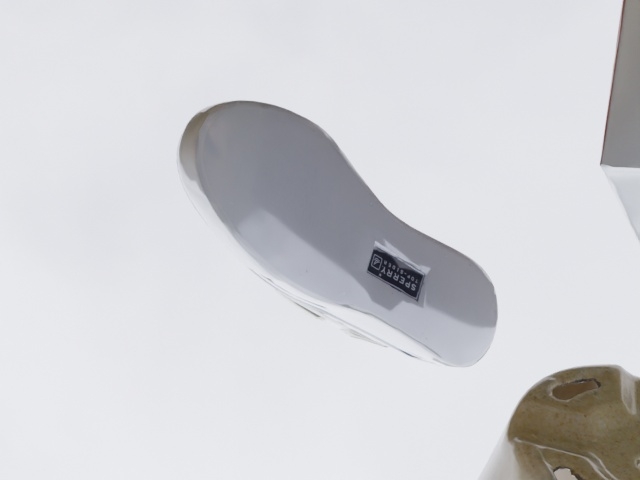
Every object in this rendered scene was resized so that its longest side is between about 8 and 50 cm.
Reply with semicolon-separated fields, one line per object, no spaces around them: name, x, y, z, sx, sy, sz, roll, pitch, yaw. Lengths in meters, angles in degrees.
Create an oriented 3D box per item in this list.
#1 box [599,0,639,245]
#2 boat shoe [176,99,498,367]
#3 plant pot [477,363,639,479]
box;0.292;-0.073;0.997;0.168;0.345;0.215;4;-108;21
boat shoe;0.000;0.000;1.026;0.088;0.267;0.096;0;-112;48
plant pot;0.224;0.283;1.343;0.333;0.305;0.334;9;-146;-6
